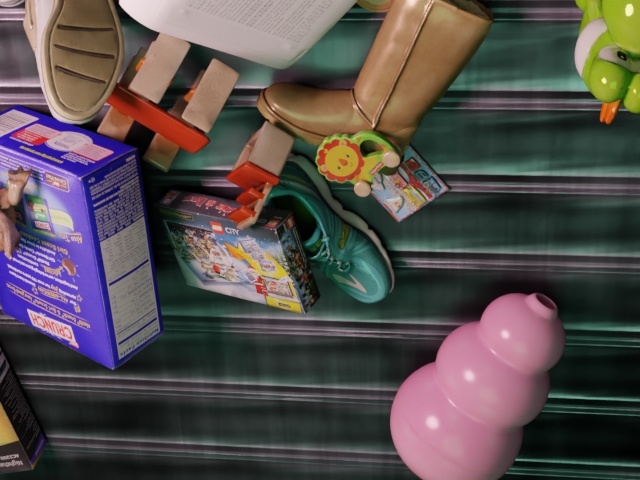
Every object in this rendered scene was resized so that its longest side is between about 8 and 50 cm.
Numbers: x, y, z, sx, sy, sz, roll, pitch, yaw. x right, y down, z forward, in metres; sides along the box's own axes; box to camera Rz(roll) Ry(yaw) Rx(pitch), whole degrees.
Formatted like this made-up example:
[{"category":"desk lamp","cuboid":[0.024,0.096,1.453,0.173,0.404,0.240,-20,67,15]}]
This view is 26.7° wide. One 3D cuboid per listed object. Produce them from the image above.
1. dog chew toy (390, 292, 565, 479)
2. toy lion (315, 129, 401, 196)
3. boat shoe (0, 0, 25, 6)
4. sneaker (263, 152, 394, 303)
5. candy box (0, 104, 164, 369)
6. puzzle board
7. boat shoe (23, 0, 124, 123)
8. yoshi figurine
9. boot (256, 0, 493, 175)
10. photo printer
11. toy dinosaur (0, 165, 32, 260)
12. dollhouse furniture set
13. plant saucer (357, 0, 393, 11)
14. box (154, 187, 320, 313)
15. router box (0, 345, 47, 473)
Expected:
[{"category":"dog chew toy","cuboid":[0.248,0.217,2.028,0.206,0.207,0.332,28,113,-8]},{"category":"toy lion","cuboid":[0.047,-0.114,1.854,0.096,0.034,0.100,38,118,-13]},{"category":"boat shoe","cuboid":[-0.522,-0.428,1.810,0.118,0.103,0.320,-36,109,27]},{"category":"sneaker","cuboid":[0.000,0.000,1.980,0.107,0.110,0.275,-34,111,26]},{"category":"candy box","cuboid":[-0.371,-0.007,1.968,0.268,0.122,0.317,21,128,35]},{"category":"puzzle board","cuboid":[0.109,-0.094,1.962,0.096,0.011,0.128,-35,109,26]},{"category":"boat shoe","cuboid":[-0.330,-0.280,1.782,0.113,0.302,0.103,10,154,-29]},{"category":"yoshi figurine","cuboid":[0.381,-0.283,1.589,0.203,0.362,0.203,-13,118,18]},{"category":"boot","cuboid":[0.070,-0.244,1.834,0.236,0.089,0.269,22,123,-12]},{"category":"photo printer","cuboid":[-0.089,-0.348,1.688,0.307,0.107,0.256,9,137,-46]},{"category":"toy dinosaur","cuboid":[-0.493,-0.037,1.884,0.295,0.127,0.200,34,136,24]},{"category":"dollhouse furniture set","cuboid":[-0.177,-0.139,1.828,0.259,0.135,0.262,30,163,-13]},{"category":"plant saucer","cuboid":[0.078,-0.345,1.810,0.083,0.013,0.083,5,123,7]},{"category":"box","cuboid":[-0.122,0.014,1.980,0.233,0.044,0.159,12,135,35]},{"category":"router box","cuboid":[-0.654,0.292,2.292,0.308,0.081,0.243,-11,119,16]}]
